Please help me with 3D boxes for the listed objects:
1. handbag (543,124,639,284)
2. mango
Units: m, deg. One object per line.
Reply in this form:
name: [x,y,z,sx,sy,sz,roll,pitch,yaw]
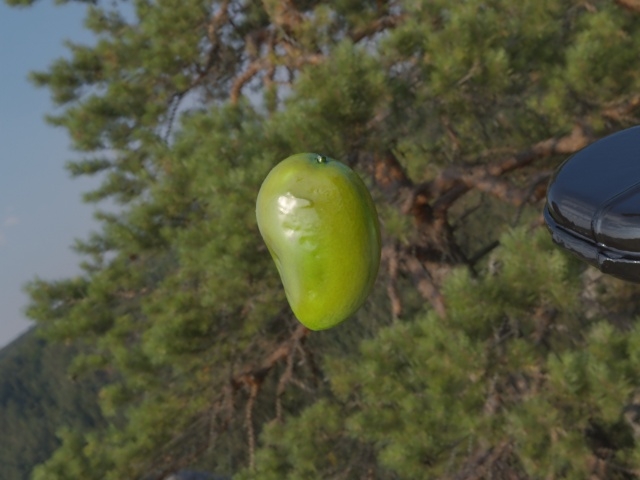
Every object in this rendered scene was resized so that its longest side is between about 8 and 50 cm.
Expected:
handbag: [0.385,-0.049,1.002,0.253,0.093,0.308,-24,22,-9]
mango: [0.007,-0.006,1.406,0.185,0.273,0.149,-22,0,12]
